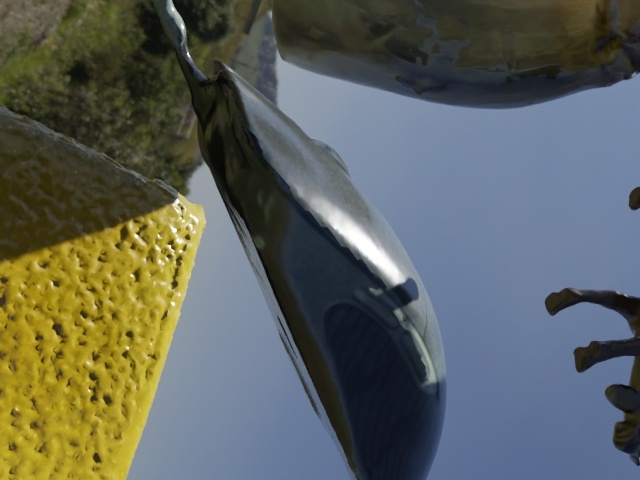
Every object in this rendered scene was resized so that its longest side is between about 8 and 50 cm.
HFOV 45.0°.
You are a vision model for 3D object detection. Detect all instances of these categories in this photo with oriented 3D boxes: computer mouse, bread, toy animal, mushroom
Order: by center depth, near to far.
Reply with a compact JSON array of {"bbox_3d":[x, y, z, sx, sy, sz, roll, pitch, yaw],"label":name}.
[{"bbox_3d":[0.000,0.000,0.437,0.090,0.379,0.167,-27,-150,-8],"label":"computer mouse"},{"bbox_3d":[0.245,0.077,0.520,0.214,0.186,0.094,-58,-152,29],"label":"toy animal"},{"bbox_3d":[-0.278,0.065,0.592,0.143,0.323,0.333,-1,-113,47],"label":"bread"},{"bbox_3d":[0.143,-0.217,0.780,0.126,0.397,0.177,-72,177,-52],"label":"mushroom"}]
